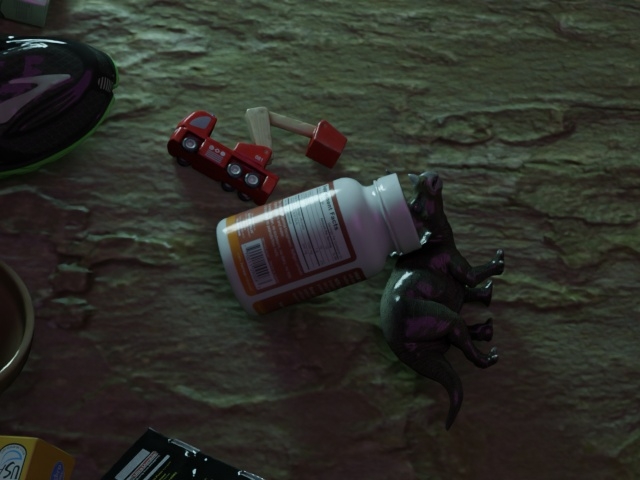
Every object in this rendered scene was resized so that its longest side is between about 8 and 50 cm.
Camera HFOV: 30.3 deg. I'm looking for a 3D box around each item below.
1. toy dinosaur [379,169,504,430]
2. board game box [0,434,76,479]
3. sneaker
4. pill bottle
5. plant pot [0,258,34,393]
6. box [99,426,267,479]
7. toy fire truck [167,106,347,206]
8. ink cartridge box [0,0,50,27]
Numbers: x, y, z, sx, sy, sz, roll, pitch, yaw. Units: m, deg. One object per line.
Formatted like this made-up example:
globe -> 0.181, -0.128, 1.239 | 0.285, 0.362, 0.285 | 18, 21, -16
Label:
toy dinosaur -> 0.135, 0.080, 1.428 | 0.160, 0.121, 0.313 | 8, 70, -1
board game box -> -0.381, 0.337, 1.096 | 0.242, 0.064, 0.316 | -2, 62, 26
sneaker -> -0.461, -0.188, 1.288 | 0.483, 0.202, 0.185 | 4, 68, -15
pill bottle -> 0.000, 0.000, 1.355 | 0.216, 0.121, 0.121 | -19, 73, 5
plant pot -> -0.417, 0.110, 1.211 | 0.237, 0.110, 0.237 | 10, 42, -9
box -> -0.181, 0.348, 1.134 | 0.322, 0.257, 0.079 | -47, 126, -28
toy fire truck -> -0.078, -0.118, 1.464 | 0.192, 0.047, 0.135 | 30, 63, -3
ink cartridge box -> -0.393, -0.329, 1.448 | 0.135, 0.056, 0.099 | 13, 65, -11
